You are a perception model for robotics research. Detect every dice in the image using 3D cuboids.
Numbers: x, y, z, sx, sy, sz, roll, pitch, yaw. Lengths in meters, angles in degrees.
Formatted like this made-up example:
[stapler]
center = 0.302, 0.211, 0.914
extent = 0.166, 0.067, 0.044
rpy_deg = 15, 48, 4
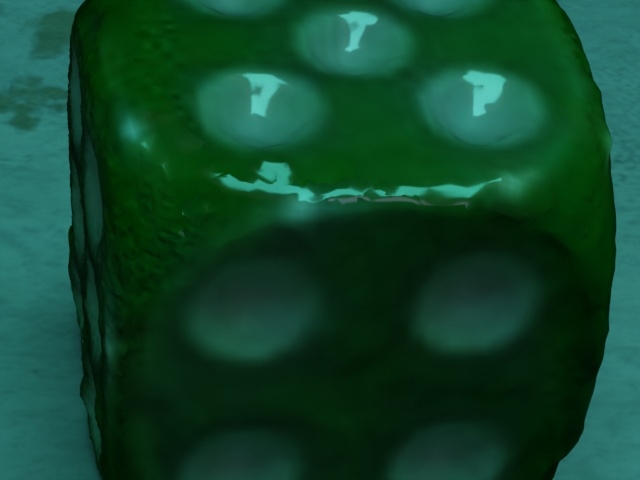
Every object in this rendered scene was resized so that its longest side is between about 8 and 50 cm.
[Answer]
[dice]
center = 0.000, 0.000, 1.116
extent = 0.300, 0.297, 0.287
rpy_deg = 0, 39, -10
